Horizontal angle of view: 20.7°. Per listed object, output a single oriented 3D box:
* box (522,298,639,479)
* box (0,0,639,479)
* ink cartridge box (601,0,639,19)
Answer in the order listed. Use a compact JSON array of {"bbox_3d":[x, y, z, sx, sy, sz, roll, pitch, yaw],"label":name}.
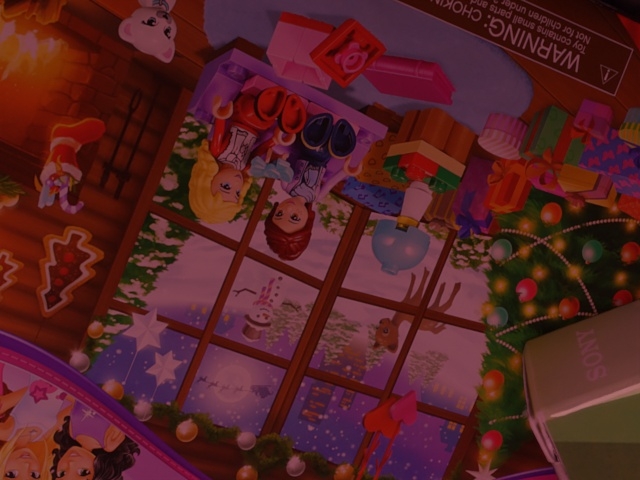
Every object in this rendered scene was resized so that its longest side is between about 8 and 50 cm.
[{"bbox_3d":[0.249,0.081,0.520,0.322,0.058,0.232,-21,109,8],"label":"box"},{"bbox_3d":[0.000,0.000,0.534,0.293,0.057,0.201,20,96,-23],"label":"box"},{"bbox_3d":[0.010,-0.168,0.459,0.272,0.309,0.130,21,95,4],"label":"ink cartridge box"}]
